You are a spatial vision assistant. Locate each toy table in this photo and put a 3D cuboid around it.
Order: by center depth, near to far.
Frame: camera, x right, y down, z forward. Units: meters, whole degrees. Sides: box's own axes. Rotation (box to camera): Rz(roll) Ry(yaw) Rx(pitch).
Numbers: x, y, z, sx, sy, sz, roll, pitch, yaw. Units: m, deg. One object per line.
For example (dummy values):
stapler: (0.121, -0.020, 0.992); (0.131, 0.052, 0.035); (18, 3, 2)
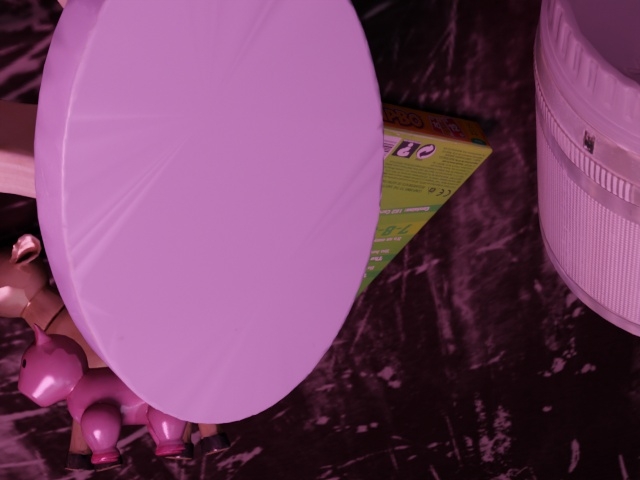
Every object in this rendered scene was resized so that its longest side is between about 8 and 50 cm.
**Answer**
toy table: (-0.087, -0.056, 0.689); (0.252, 0.161, 0.274); (-18, 129, -33)

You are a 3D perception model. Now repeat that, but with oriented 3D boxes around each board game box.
board game box: (0.000, 0.000, 1.004); (0.124, 0.039, 0.259); (7, 135, -37)

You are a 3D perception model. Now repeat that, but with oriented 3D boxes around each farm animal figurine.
farm animal figurine: (-0.235, 0.061, 0.822); (0.327, 0.172, 0.330); (-13, 168, 24)

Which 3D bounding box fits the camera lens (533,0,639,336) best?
camera lens: (0.245, -0.076, 0.862); (0.219, 0.219, 0.274); (-20, 148, -2)
